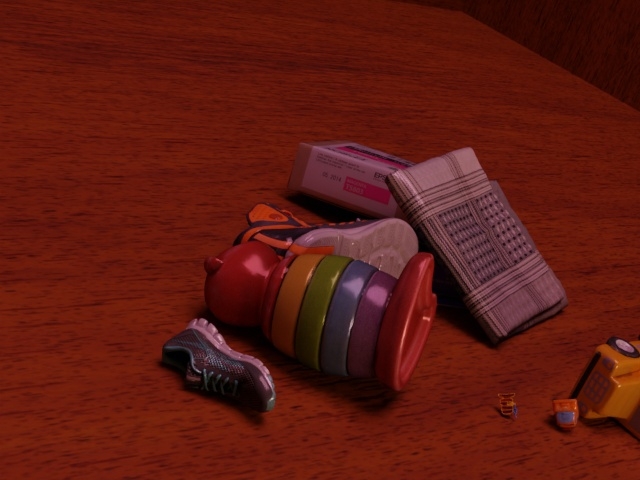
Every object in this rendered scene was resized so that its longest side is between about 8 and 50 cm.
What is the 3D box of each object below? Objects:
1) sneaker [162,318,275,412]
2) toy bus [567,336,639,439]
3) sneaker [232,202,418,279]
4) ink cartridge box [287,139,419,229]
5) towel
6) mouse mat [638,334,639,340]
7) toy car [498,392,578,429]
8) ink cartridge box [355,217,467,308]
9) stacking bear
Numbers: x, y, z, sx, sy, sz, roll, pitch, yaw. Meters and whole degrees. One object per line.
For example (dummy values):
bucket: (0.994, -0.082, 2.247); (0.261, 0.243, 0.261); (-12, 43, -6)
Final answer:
sneaker: (-0.124, 0.160, 1.696); (0.166, 0.065, 0.076); (32, 39, 34)
toy bus: (0.511, 0.216, 2.089); (0.332, 0.108, 0.130); (0, 34, -44)
sneaker: (0.000, 0.000, 2.093); (0.180, 0.125, 0.321); (22, 10, 36)
ink cartridge box: (0.092, -0.097, 2.422); (0.234, 0.088, 0.193); (20, 12, 21)
towel: (0.263, -0.001, 2.273); (0.312, 0.056, 0.324); (57, 28, 9)
mouse mat: (0.597, 0.214, 2.325); (0.152, 0.007, 0.190); (21, 22, -1)
toy car: (0.299, 0.238, 1.958); (0.122, 0.060, 0.041); (2, 67, -5)
ink cartridge box: (0.178, 0.040, 2.294); (0.206, 0.045, 0.208); (9, 25, -32)
stacking bear: (-0.012, 0.081, 1.852); (0.289, 0.175, 0.164); (15, 63, 15)
